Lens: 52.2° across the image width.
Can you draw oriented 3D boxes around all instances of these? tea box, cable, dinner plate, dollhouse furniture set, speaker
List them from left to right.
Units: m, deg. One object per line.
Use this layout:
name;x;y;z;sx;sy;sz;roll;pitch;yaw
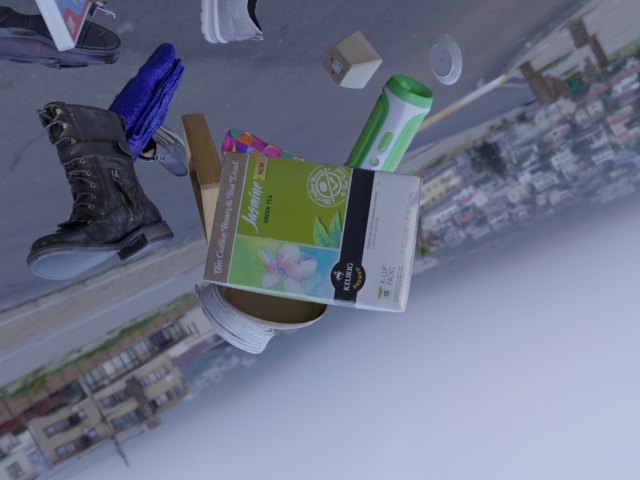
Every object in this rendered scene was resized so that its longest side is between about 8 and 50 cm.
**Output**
dollhouse furniture set;-0.720;-0.788;2.159;0.081;0.114;0.091;9;123;-47
cable;-0.251;0.225;1.976;0.089;0.257;0.257;-48;-151;8
tea box;0.000;0.000;1.158;0.323;0.220;0.329;7;174;5
speaker;0.155;-0.244;1.580;0.131;0.131;0.297;-30;153;-54
dinner plate;0.334;-0.494;1.782;0.017;0.141;0.141;-22;178;-25

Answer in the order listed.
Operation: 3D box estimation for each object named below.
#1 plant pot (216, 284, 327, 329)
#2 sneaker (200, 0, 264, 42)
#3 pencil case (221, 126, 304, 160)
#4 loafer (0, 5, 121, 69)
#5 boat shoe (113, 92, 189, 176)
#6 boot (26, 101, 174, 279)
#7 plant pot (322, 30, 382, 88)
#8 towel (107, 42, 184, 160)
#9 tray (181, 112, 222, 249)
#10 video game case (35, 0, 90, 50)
plant pot;-0.102;0.120;1.363;0.236;0.236;0.032;-30;139;-59
sneaker;-0.130;-0.473;1.097;0.115;0.282;0.105;10;-155;9
pencil case;-0.157;-0.228;1.808;0.104;0.236;0.104;-59;170;-18
loafer;-0.545;-0.384;1.280;0.302;0.109;0.095;8;138;-12
boat shoe;-0.543;-0.308;2.075;0.132;0.355;0.130;-10;-129;29
boot;-0.323;-0.078;0.876;0.091;0.229;0.263;-27;178;23
plant pot;0.072;-0.458;1.683;0.096;0.109;0.109;-26;165;-41
towel;-0.348;-0.211;1.233;0.228;0.076;0.308;-57;-167;40
tray;-0.319;-0.176;1.828;0.076;0.203;0.411;-10;-143;-13
video game case;-0.383;-0.423;0.868;0.025;0.285;0.204;-14;-142;-1
